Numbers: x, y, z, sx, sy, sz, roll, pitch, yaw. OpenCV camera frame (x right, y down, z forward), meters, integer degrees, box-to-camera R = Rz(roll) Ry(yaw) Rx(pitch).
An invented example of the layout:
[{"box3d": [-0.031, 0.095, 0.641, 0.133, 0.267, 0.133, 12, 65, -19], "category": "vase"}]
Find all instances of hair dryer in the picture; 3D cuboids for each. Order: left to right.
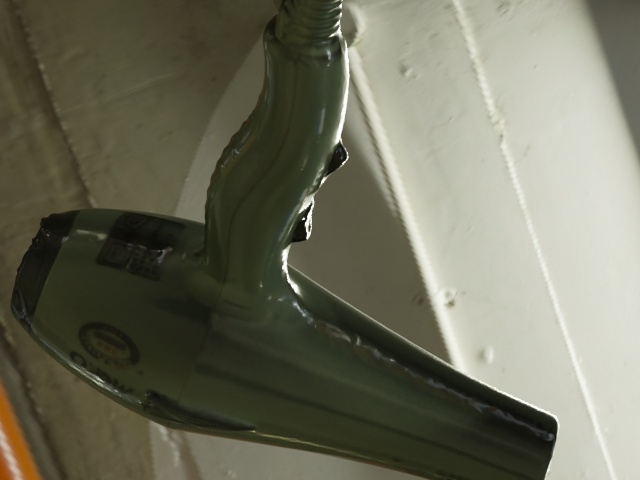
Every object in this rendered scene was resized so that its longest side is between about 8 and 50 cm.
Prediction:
[{"box3d": [0.017, 0.023, 0.466, 0.219, 0.088, 0.225, 35, -47, -17], "category": "hair dryer"}]
